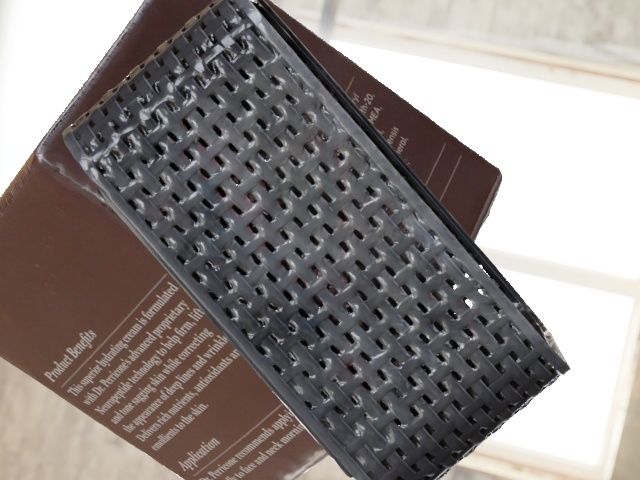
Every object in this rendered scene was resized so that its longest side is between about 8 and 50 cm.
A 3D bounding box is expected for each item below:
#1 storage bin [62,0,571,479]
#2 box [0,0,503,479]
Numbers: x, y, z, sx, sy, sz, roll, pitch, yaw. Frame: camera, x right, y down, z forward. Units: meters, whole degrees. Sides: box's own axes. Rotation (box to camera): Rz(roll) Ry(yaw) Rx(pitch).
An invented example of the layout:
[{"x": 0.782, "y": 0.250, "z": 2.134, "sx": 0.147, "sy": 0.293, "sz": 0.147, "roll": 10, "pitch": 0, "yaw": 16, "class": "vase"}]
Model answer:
[{"x": 0.000, "y": 0.000, "z": 0.668, "sx": 0.084, "sy": 0.180, "sz": 0.122, "roll": -40, "pitch": 3, "yaw": 5, "class": "storage bin"}, {"x": -0.051, "y": 0.000, "z": 0.908, "sx": 0.168, "sy": 0.203, "sz": 0.167, "roll": -42, "pitch": 15, "yaw": 51, "class": "box"}]
